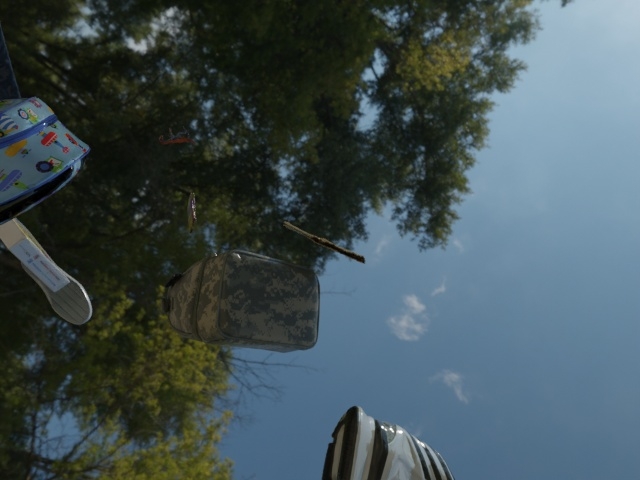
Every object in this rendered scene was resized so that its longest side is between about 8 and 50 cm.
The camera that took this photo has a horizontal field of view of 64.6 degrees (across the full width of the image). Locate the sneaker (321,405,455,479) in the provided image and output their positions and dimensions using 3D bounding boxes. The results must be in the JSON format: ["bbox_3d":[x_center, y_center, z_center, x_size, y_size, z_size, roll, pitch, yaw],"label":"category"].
[{"bbox_3d":[0.115,0.488,0.743,0.169,0.258,0.447,118,-8,-46],"label":"sneaker"}]

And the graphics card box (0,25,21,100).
[{"bbox_3d":[-0.526,-0.221,0.616,0.371,0.232,0.094,31,-132,13],"label":"graphics card box"}]

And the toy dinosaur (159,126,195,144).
[{"bbox_3d":[-0.424,-0.297,1.475,0.082,0.047,0.090,-35,-116,-4],"label":"toy dinosaur"}]

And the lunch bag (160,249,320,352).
[{"bbox_3d":[-0.189,0.155,1.205,0.256,0.305,0.212,-19,-116,45],"label":"lunch bag"}]

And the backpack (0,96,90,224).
[{"bbox_3d":[-0.288,-0.065,0.408,0.173,0.116,0.158,-25,-157,-5],"label":"backpack"}]

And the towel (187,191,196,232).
[{"bbox_3d":[-0.299,-0.064,1.177,0.060,0.010,0.083,123,-39,-49],"label":"towel"}]

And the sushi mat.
[{"bbox_3d":[0.000,0.000,1.336,0.019,0.152,0.316,-67,-161,1],"label":"sushi mat"}]

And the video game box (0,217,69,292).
[{"bbox_3d":[-0.660,-0.001,1.115,0.048,0.187,0.205,-39,-118,-23],"label":"video game box"}]

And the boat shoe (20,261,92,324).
[{"bbox_3d":[-0.649,0.116,1.271,0.083,0.226,0.076,-38,176,-15],"label":"boat shoe"}]
